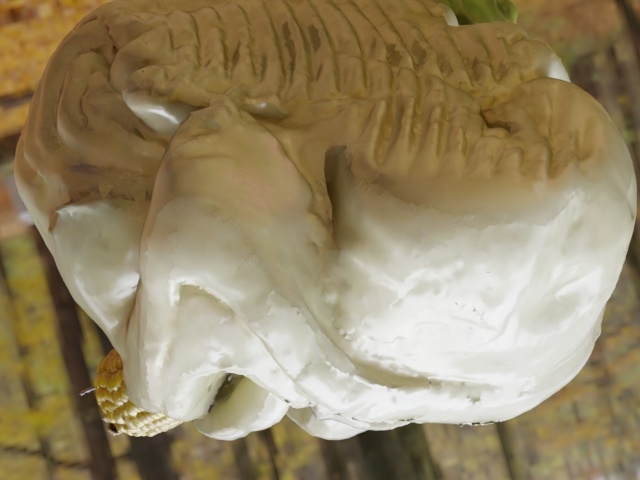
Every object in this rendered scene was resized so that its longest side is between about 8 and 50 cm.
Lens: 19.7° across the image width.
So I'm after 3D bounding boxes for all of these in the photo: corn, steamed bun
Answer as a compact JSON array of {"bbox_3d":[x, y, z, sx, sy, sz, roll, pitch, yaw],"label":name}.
[{"bbox_3d":[-0.122,0.113,1.801,0.106,0.106,0.305,-18,170,-41],"label":"corn"},{"bbox_3d":[0.000,0.000,1.100,0.352,0.247,0.339,0,-153,-15],"label":"steamed bun"}]

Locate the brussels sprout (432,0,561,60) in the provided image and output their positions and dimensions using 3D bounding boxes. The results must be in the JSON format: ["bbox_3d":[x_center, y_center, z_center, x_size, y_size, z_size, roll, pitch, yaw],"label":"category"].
[{"bbox_3d":[0.064,-0.043,1.470,0.247,0.328,0.328,-12,-179,-15],"label":"brussels sprout"}]
